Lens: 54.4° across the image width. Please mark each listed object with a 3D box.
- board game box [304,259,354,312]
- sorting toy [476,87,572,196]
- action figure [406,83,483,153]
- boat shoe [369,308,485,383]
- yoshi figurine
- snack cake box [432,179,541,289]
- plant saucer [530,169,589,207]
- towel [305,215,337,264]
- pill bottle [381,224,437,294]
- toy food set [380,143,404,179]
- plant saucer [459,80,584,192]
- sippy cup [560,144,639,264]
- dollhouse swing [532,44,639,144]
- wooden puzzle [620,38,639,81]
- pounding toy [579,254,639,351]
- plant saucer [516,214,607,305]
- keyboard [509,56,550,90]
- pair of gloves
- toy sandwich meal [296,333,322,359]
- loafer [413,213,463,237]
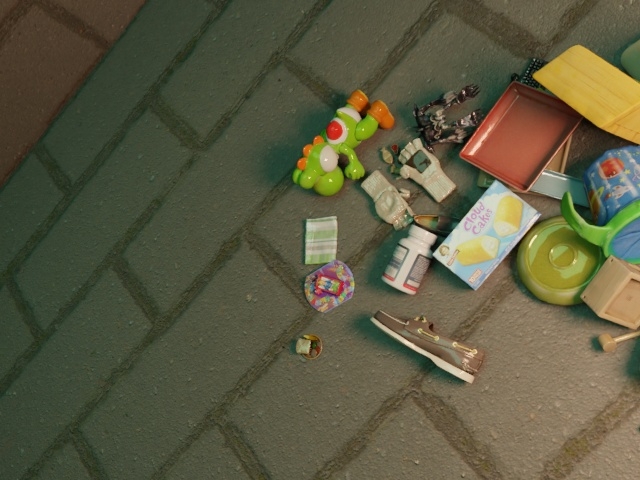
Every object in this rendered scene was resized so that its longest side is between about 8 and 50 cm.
[{"bbox_3d":[0.021,0.140,1.911,0.169,0.033,0.133,-32,69,18],"label":"board game box"},{"bbox_3d":[0.578,-0.279,1.730,0.229,0.041,0.307,12,83,31],"label":"sorting toy"},{"bbox_3d":[0.369,-0.352,1.811,0.276,0.141,0.164,-11,96,67],"label":"action figure"},{"bbox_3d":[0.287,0.267,1.693,0.324,0.116,0.096,28,85,28],"label":"boat shoe"},{"bbox_3d":[0.066,-0.283,1.971,0.203,0.203,0.362,44,82,-9],"label":"yoshi figurine"},{"bbox_3d":[0.446,-0.012,1.680,0.152,0.089,0.264,41,97,14],"label":"snack cake box"},{"bbox_3d":[0.645,-0.135,1.630,0.192,0.018,0.067,18,84,8],"label":"plant saucer"},{"bbox_3d":[0.000,0.000,1.978,0.113,0.023,0.152,-6,73,28],"label":"towel"},{"bbox_3d":[0.257,0.053,1.764,0.108,0.108,0.180,29,95,32],"label":"pill bottle"},{"bbox_3d":[0.241,-0.247,1.920,0.078,0.019,0.122,-29,64,19],"label":"toy food set"},{"bbox_3d":[0.541,-0.275,1.667,0.258,0.048,0.259,-55,43,7],"label":"plant saucer"},{"bbox_3d":[0.747,-0.097,1.484,0.240,0.305,0.224,-45,40,38],"label":"sippy cup"},{"bbox_3d":[0.753,-0.396,1.425,0.315,0.347,0.305,55,125,36],"label":"dollhouse swing"},{"bbox_3d":[0.993,-0.450,1.543,0.348,0.080,0.322,-37,61,20],"label":"wooden puzzle"},{"bbox_3d":[0.718,0.160,1.490,0.206,0.181,0.094,-62,22,22],"label":"pounding toy"},{"bbox_3d":[0.616,0.043,1.578,0.241,0.037,0.241,-11,68,28],"label":"plant saucer"},{"bbox_3d":[0.587,-0.441,1.788,0.108,0.023,0.180,28,89,32],"label":"keyboard"},{"bbox_3d":[0.255,-0.164,1.859,0.240,0.042,0.204,-37,70,17],"label":"pair of gloves"},{"bbox_3d":[-0.035,0.323,1.897,0.086,0.029,0.085,-8,72,26],"label":"toy sandwich meal"},{"bbox_3d":[0.346,-0.044,1.779,0.170,0.061,0.062,3,76,28],"label":"loafer"}]
